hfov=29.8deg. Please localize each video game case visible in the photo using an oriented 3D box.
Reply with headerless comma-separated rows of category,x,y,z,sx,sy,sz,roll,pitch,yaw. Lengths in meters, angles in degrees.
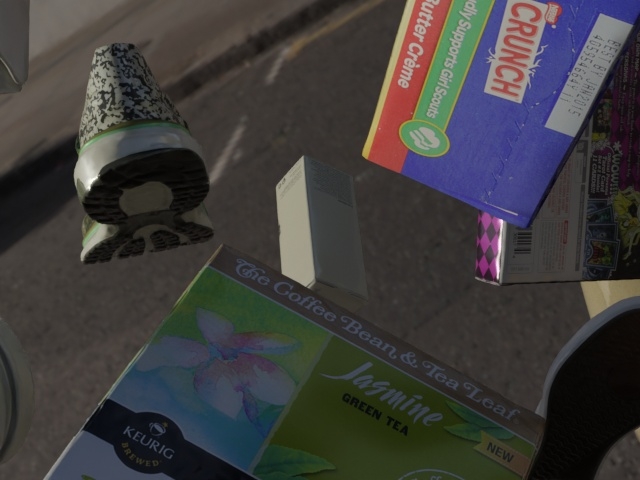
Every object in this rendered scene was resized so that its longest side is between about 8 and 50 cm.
video game case,0.225,-0.082,0.985,0.210,0.232,0.042,-2,7,-29

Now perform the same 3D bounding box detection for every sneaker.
sneaker,0.265,0.143,1.180,0.123,0.106,0.290,-63,-4,-52
sneaker,-0.201,-0.092,1.326,0.158,0.182,0.410,-8,-14,-14

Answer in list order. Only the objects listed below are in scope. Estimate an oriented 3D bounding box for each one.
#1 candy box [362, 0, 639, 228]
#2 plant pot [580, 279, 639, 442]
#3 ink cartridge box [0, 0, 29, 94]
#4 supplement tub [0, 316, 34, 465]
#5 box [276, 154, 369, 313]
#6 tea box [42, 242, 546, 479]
candy box,0.145,-0.213,0.688,0.268,0.122,0.317,108,-176,-56
plant pot,0.416,0.060,1.422,0.256,0.274,0.256,-33,2,1
ink cartridge box,-0.454,-0.227,0.949,0.384,0.279,0.160,-5,65,6
supplement tub,-0.445,0.172,1.136,0.228,0.228,0.316,-25,-4,27
box,0.000,0.000,1.961,0.094,0.113,0.275,-45,34,36
tea box,-0.036,0.236,1.004,0.323,0.329,0.220,-58,-6,-46
